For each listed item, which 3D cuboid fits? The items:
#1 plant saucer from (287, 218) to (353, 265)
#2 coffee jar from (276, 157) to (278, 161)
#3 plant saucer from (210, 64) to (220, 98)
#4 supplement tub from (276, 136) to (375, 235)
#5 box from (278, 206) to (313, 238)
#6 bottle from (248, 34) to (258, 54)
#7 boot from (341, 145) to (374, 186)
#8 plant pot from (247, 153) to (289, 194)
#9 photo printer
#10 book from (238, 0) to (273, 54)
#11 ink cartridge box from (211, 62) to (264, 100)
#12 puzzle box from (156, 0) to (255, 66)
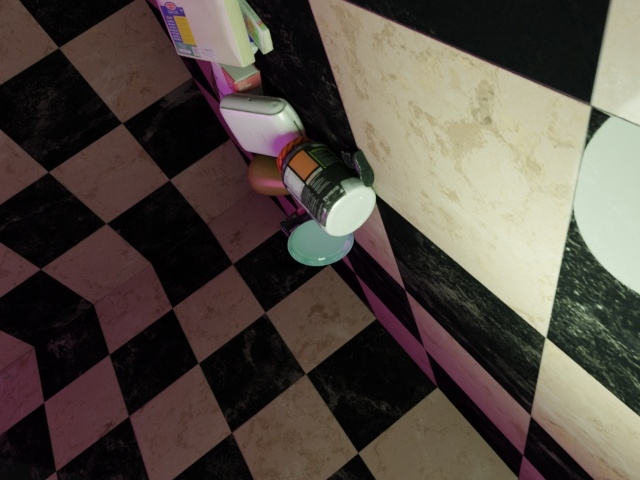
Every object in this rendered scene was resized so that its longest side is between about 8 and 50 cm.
[{"bbox_3d":[0.000,0.000,2.174,0.044,0.317,0.318,-100,-15,-45],"label":"plant saucer"},{"bbox_3d":[-0.142,-0.367,2.061,0.079,0.096,0.184,58,173,-19],"label":"coffee jar"},{"bbox_3d":[-0.464,-0.772,2.174,0.198,0.036,0.199,29,130,42],"label":"plant saucer"},{"bbox_3d":[0.007,-0.188,1.501,0.338,0.207,0.207,50,172,34],"label":"supplement tub"},{"bbox_3d":[-0.053,-0.075,2.285,0.163,0.247,0.142,47,172,46],"label":"box"},{"bbox_3d":[-0.311,-0.718,1.455,0.283,0.092,0.118,54,165,-7],"label":"bottle"},{"bbox_3d":[0.109,-0.220,1.345,0.121,0.045,0.099,64,167,-22],"label":"boot"},{"bbox_3d":[-0.202,-0.324,2.291,0.254,0.237,0.237,22,152,47],"label":"plant pot"},{"bbox_3d":[-0.198,-0.425,1.705,0.307,0.107,0.256,16,155,27],"label":"photo printer"},{"bbox_3d":[-0.199,-0.646,1.356,0.144,0.035,0.096,53,169,11],"label":"book"},{"bbox_3d":[-0.325,-0.604,1.840,0.207,0.117,0.283,49,161,25],"label":"ink cartridge box"},{"bbox_3d":[-0.380,-0.704,1.413,0.409,0.052,0.272,27,146,39],"label":"puzzle box"}]
